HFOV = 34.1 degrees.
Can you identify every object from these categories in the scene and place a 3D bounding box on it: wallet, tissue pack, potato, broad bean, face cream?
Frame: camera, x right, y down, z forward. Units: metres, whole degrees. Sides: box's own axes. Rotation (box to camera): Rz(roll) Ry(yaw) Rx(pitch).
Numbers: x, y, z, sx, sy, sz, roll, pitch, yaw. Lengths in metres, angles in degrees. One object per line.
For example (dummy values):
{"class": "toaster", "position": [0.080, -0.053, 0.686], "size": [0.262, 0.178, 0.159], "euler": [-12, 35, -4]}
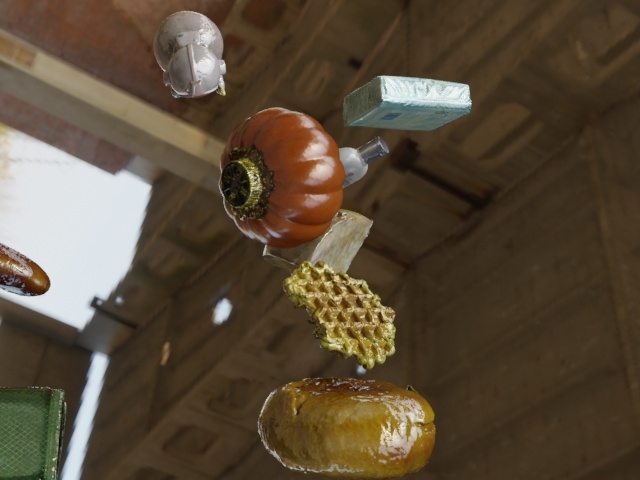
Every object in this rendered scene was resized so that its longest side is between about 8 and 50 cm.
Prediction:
{"class": "wallet", "position": [-0.472, 0.270, 1.421], "size": [0.160, 0.236, 0.055], "euler": [-97, -169, -47]}
{"class": "tissue pack", "position": [0.204, -0.325, 2.482], "size": [0.177, 0.263, 0.089], "euler": [-21, -106, 58]}
{"class": "potato", "position": [-0.030, -0.022, 2.399], "size": [0.211, 0.189, 0.264], "euler": [-61, 158, -4]}
{"class": "broad bean", "position": [-0.596, 0.061, 2.017], "size": [0.114, 0.165, 0.084], "euler": [18, -100, 58]}
{"class": "face cream", "position": [0.054, -0.199, 2.912], "size": [0.291, 0.144, 0.071], "euler": [-29, -123, 22]}

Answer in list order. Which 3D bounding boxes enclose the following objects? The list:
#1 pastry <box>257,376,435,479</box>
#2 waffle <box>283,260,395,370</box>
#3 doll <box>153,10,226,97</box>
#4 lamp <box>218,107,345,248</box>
{"class": "pastry", "position": [0.053, 0.349, 1.969], "size": [0.356, 0.355, 0.164], "euler": [-169, -96, -68]}
{"class": "waffle", "position": [0.039, 0.145, 2.104], "size": [0.051, 0.291, 0.291], "euler": [-57, -158, 30]}
{"class": "doll", "position": [-0.255, -0.361, 2.066], "size": [0.151, 0.151, 0.287], "euler": [-57, -157, 17]}
{"class": "lamp", "position": [-0.062, -0.098, 1.643], "size": [0.223, 0.196, 0.223], "euler": [11, -74, 43]}
